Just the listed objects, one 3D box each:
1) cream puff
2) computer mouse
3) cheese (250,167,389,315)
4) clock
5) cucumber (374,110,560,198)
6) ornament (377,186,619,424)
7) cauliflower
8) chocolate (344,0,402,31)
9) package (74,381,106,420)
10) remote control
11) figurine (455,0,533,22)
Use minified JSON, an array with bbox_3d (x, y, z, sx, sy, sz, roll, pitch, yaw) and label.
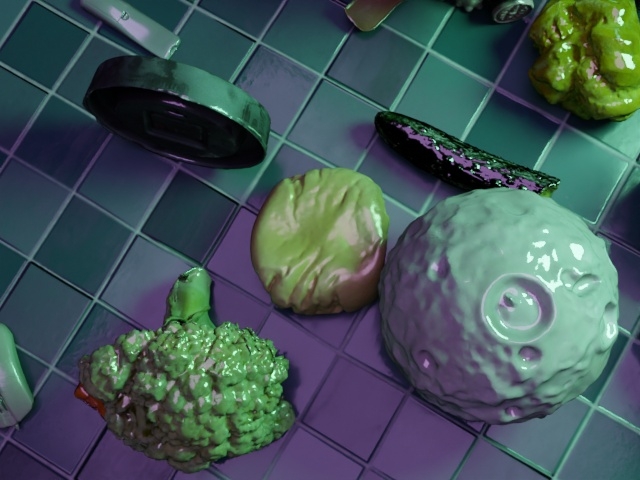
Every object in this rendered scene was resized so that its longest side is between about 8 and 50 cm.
[{"bbox_3d":[0.409,-0.284,1.417,0.195,0.194,0.221,-9,75,1],"label":"cream puff"},{"bbox_3d":[-0.504,0.211,1.423,0.089,0.056,0.181,-25,80,3],"label":"computer mouse"},{"bbox_3d":[0.000,0.000,1.414,0.214,0.117,0.226,-1,74,6],"label":"cheese"},{"bbox_3d":[-0.209,-0.186,1.371,0.281,0.280,0.055,13,74,5],"label":"clock"},{"bbox_3d":[0.219,-0.122,1.443,0.303,0.081,0.072,24,38,11],"label":"cucumber"},{"bbox_3d":[0.246,0.088,1.283,0.337,0.337,0.337,0,80,2],"label":"ornament"},{"bbox_3d":[-0.190,0.206,1.338,0.327,0.281,0.260,32,96,-23],"label":"cauliflower"},{"bbox_3d":[0.088,-0.387,1.517,0.064,0.031,0.100,41,84,-2],"label":"chocolate"},{"bbox_3d":[-0.324,0.218,1.424,0.077,0.033,0.110,39,88,-1],"label":"package"},{"bbox_3d":[-0.318,-0.365,1.533,0.184,0.027,0.050,34,83,7],"label":"remote control"},{"bbox_3d":[0.216,-0.472,1.370,0.253,0.361,0.211,13,91,8],"label":"figurine"}]
